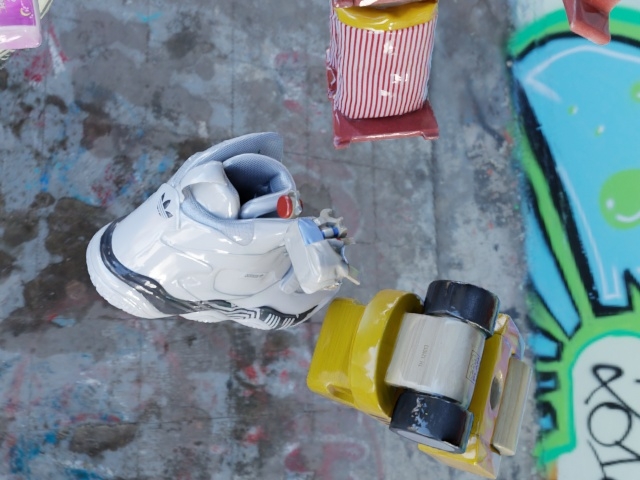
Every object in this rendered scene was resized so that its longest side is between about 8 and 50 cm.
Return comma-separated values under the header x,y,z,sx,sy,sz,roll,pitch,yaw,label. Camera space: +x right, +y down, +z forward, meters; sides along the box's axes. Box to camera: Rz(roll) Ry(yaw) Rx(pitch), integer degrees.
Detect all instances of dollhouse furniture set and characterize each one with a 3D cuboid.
x,y,z,sx,sy,sz,roll,pitch,yaw,label
0.186,-0.234,0.692,0.375,0.201,0.152,-7,58,0,dollhouse furniture set

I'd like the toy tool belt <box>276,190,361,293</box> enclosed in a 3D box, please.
x,y,z,sx,sy,sz,roll,pitch,yaw,label
0.000,0.000,0.543,0.051,0.052,0.083,-5,64,-35,toy tool belt

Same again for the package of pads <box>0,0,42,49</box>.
x,y,z,sx,sy,sz,roll,pitch,yaw,label
-0.170,-0.137,0.340,0.050,0.083,0.032,-13,54,-24,package of pads

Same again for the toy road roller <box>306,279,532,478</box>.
x,y,z,sx,sy,sz,roll,pitch,yaw,label
0.136,0.182,0.943,0.329,0.241,0.202,43,60,-51,toy road roller

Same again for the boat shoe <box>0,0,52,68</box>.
x,y,z,sx,sy,sz,roll,pitch,yaw,label
-0.392,-0.229,0.671,0.187,0.500,0.156,41,35,-23,boat shoe

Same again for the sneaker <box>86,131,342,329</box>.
x,y,z,sx,sy,sz,roll,pitch,yaw,label
-0.059,0.000,0.786,0.366,0.210,0.137,8,52,-48,sneaker
